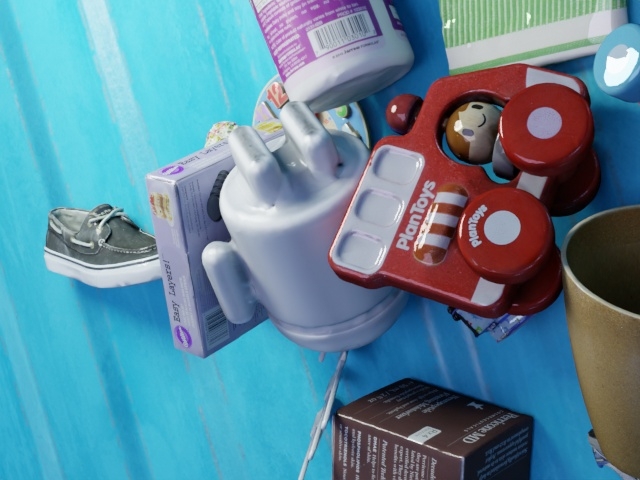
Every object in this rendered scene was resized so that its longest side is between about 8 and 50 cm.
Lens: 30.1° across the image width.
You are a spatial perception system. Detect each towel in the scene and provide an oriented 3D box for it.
[{"bbox_3d":[0.229,-0.360,1.382,0.248,0.038,0.324,-7,94,41],"label":"towel"}]

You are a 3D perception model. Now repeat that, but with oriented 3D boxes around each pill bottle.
[{"bbox_3d":[-0.010,-0.327,1.508,0.169,0.169,0.301,-27,82,42],"label":"pill bottle"}]

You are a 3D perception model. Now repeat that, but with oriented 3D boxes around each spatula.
[{"bbox_3d":[0.007,0.238,1.609,0.019,0.242,0.168,21,115,0],"label":"spatula"}]

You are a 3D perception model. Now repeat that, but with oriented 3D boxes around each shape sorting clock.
[{"bbox_3d":[-0.016,-0.138,1.647,0.206,0.040,0.206,12,108,39],"label":"shape sorting clock"}]

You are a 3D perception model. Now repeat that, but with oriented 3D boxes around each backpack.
[{"bbox_3d":[0.227,0.059,1.445,0.084,0.105,0.114,41,127,-1],"label":"backpack"}]

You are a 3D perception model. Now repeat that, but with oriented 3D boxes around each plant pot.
[{"bbox_3d":[0.371,0.126,1.274,0.237,0.237,0.254,22,129,36],"label":"plant pot"}]

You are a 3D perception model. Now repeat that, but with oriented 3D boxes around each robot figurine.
[{"bbox_3d":[0.000,0.000,1.511,0.199,0.300,0.353,-117,5,-54],"label":"robot figurine"}]

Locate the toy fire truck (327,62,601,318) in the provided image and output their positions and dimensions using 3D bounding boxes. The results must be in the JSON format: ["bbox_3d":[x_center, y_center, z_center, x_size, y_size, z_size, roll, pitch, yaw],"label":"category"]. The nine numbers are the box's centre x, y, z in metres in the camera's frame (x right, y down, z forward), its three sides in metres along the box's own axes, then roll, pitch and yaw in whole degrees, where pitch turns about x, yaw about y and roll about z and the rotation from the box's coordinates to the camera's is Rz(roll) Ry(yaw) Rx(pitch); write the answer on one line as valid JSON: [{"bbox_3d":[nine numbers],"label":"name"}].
[{"bbox_3d":[0.167,-0.067,1.338,0.254,0.169,0.302,18,78,21],"label":"toy fire truck"}]

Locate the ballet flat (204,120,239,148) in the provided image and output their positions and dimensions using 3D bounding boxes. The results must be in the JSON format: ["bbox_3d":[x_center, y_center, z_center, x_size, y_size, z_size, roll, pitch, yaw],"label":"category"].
[{"bbox_3d":[-0.122,-0.060,1.707,0.077,0.091,0.240,118,145,-81],"label":"ballet flat"}]

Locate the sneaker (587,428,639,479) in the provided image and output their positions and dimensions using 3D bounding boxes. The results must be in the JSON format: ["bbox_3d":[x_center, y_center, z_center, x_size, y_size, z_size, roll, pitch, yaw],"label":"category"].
[{"bbox_3d":[0.380,0.260,1.401,0.135,0.052,0.058,14,119,46],"label":"sneaker"}]

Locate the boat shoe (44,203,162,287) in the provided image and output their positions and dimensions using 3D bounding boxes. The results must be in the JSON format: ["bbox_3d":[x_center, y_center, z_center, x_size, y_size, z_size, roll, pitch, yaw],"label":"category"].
[{"bbox_3d":[-0.351,0.001,1.919,0.335,0.121,0.119,5,108,42],"label":"boat shoe"}]

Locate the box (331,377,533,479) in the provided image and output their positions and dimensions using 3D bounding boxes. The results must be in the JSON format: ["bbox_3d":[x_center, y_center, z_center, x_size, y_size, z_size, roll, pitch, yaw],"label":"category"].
[{"bbox_3d":[0.141,0.298,1.531,0.203,0.168,0.167,13,109,38],"label":"box"}]

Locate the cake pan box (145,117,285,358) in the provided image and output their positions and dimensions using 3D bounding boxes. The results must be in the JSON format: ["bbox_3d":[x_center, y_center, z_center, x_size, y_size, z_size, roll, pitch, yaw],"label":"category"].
[{"bbox_3d":[-0.107,-0.003,1.594,0.070,0.246,0.266,15,123,40],"label":"cake pan box"}]

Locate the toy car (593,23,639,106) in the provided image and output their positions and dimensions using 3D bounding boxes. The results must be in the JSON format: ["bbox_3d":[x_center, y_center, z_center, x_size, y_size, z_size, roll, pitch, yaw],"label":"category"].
[{"bbox_3d":[0.390,-0.245,1.197,0.210,0.219,0.238,-44,43,40],"label":"toy car"}]
